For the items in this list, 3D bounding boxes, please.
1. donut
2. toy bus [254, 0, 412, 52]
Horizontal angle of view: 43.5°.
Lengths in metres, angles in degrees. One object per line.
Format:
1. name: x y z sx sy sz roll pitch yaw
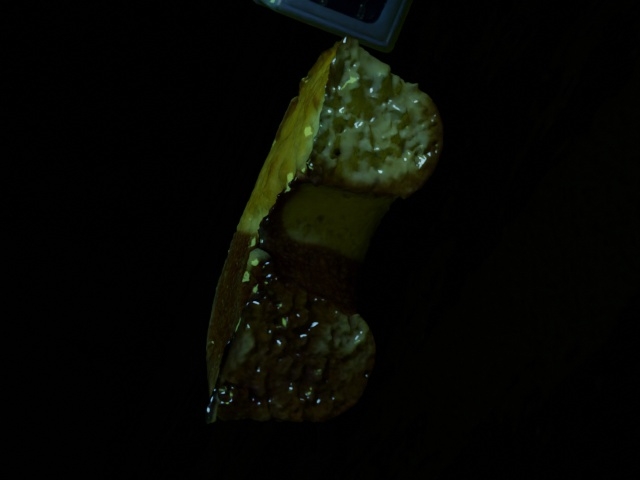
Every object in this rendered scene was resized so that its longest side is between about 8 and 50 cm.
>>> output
1. donut: 0.000 -0.002 0.483 0.141 0.085 0.217 -156 85 -76
2. toy bus: 0.051 -0.291 0.573 0.133 0.125 0.292 -110 40 -67
